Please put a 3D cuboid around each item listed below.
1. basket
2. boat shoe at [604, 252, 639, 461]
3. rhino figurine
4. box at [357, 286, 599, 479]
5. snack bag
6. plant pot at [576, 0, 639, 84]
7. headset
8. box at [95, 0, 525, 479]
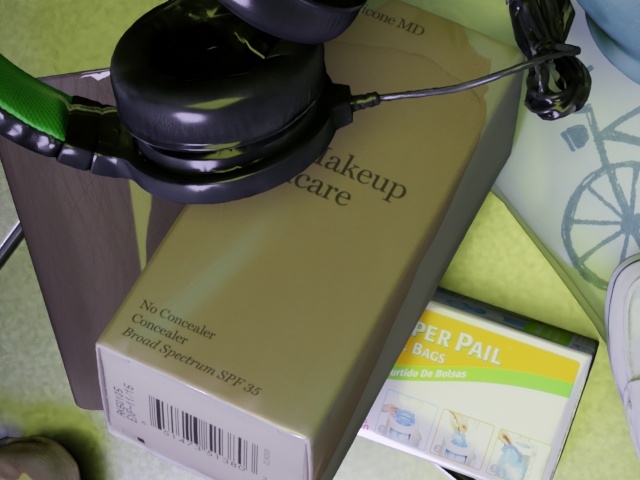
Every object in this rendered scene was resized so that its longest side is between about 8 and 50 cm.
[{"bbox_3d":[-0.123,-0.007,1.310,0.204,0.154,0.227,-5,96,21],"label":"basket"},{"bbox_3d":[0.239,0.116,1.218,0.083,0.076,0.226,-18,88,11],"label":"boat shoe"},{"bbox_3d":[-0.210,0.253,1.373,0.106,0.073,0.243,-7,93,13],"label":"rhino figurine"},{"bbox_3d":[0.075,0.088,1.296,0.203,0.114,0.103,19,96,9],"label":"box"},{"bbox_3d":[0.221,-0.143,1.282,0.323,0.037,0.342,-40,85,16],"label":"snack bag"},{"bbox_3d":[0.249,-0.201,1.118,0.293,0.293,0.196,11,138,9],"label":"plant pot"},{"bbox_3d":[-0.033,-0.144,1.087,0.394,0.185,0.243,15,128,-11],"label":"headset"},{"bbox_3d":[0.000,0.000,1.188,0.148,0.121,0.311,22,60,12],"label":"box"}]
